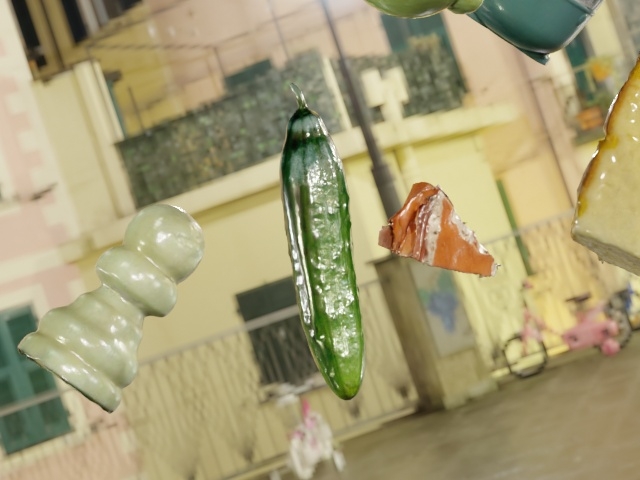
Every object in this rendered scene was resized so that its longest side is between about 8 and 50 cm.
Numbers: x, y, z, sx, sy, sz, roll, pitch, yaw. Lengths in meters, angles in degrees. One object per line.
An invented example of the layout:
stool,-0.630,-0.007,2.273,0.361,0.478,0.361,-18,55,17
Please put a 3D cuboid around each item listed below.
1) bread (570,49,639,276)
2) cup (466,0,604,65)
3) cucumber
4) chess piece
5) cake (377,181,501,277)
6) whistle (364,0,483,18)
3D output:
bread,0.400,-0.080,1.260,0.207,0.279,0.279,24,3,22
cup,0.299,-0.427,1.834,0.257,0.289,0.219,-55,20,17
cucumber,0.000,0.000,0.992,0.056,0.250,0.056,-7,-5,-1
chess piece,-0.224,0.066,1.473,0.243,0.133,0.133,-55,8,-13
cake,0.208,-0.005,2.096,0.098,0.135,0.287,3,-14,38
whistle,0.044,-0.205,0.776,0.085,0.105,0.227,-60,-20,-9
